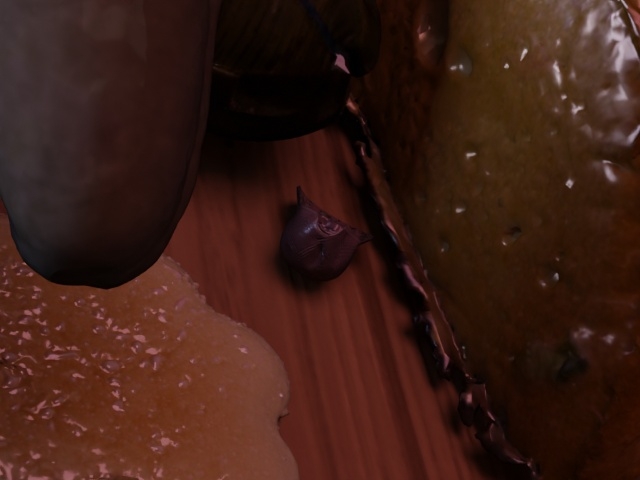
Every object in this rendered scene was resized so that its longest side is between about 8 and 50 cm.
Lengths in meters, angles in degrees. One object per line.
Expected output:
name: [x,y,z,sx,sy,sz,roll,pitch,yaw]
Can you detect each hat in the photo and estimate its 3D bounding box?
hat: [-0.001,0.001,0.720,0.058,0.042,0.087,34,7,-8]

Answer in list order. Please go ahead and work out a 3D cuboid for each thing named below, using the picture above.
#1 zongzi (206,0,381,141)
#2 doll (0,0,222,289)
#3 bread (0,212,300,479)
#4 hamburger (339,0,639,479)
zongzi: [-0.101,-0.298,0.661,0.403,0.432,0.208,19,1,-25]
doll: [-0.208,-0.035,0.364,0.252,0.379,0.382,14,61,-55]
bread: [-0.124,0.060,0.574,0.251,0.039,0.182,15,47,-23]
hamburger: [0.199,-0.082,0.749,0.268,0.287,0.445,4,54,-35]
